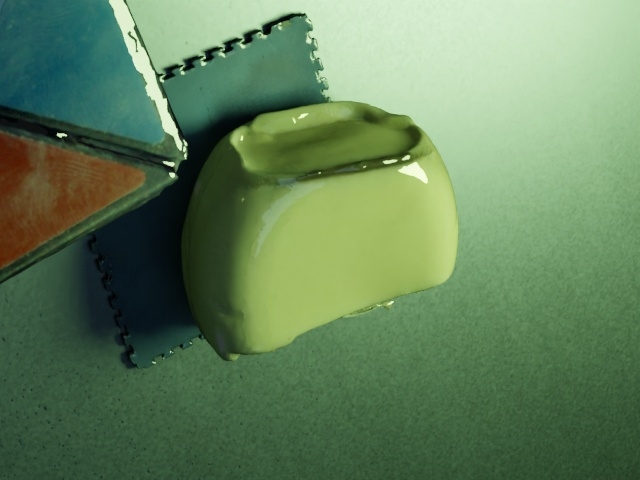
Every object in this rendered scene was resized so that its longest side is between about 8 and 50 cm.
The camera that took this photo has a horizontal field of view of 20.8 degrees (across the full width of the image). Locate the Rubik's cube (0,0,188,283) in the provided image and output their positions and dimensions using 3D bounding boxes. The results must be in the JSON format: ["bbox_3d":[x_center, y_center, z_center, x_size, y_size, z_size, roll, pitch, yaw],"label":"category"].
[{"bbox_3d":[-0.322,-0.134,1.247,0.307,0.310,0.305,-32,126,-17],"label":"Rubik's cube"}]

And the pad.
[{"bbox_3d":[-0.091,-0.043,1.601,0.269,0.012,0.270,-25,121,-21],"label":"pad"}]

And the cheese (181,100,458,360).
[{"bbox_3d":[0.000,0.000,1.592,0.266,0.127,0.233,-14,120,-23],"label":"cheese"}]
